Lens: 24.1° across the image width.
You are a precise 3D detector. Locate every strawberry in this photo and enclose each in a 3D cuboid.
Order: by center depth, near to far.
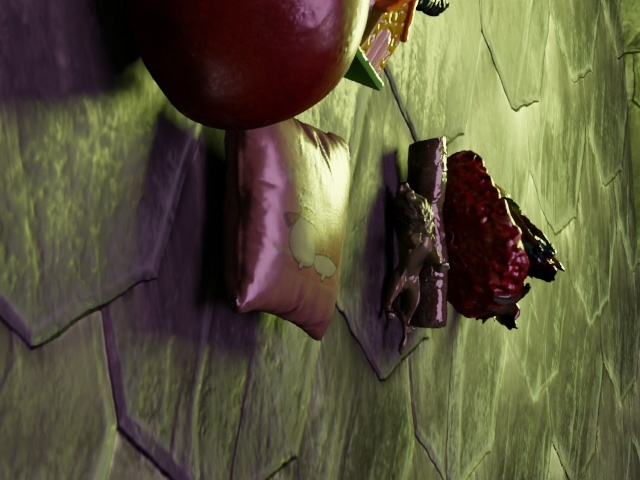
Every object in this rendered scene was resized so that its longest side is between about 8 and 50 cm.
[{"bbox_3d":[0.187,-0.005,2.036,0.190,0.111,0.236,114,-40,-67],"label":"strawberry"}]

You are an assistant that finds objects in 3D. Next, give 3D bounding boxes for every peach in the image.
[{"bbox_3d":[-0.065,-0.213,1.292,0.243,0.199,0.243,0,90,-58],"label":"peach"}]

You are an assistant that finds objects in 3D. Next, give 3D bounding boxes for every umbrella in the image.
[{"bbox_3d":[0.114,-0.337,1.958,0.188,0.046,0.050,15,70,-62],"label":"umbrella"}]

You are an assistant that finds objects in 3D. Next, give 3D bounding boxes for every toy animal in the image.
[{"bbox_3d":[0.118,0.036,1.890,0.069,0.086,0.220,14,77,-27],"label":"toy animal"}]

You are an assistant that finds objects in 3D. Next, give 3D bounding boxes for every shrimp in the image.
[{"bbox_3d":[0.265,0.037,2.109,0.290,0.054,0.222,-135,-146,-63],"label":"shrimp"}]

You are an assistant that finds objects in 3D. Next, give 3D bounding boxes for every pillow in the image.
[{"bbox_3d":[-0.035,-0.020,1.500,0.236,0.084,0.223,26,65,-62],"label":"pillow"}]

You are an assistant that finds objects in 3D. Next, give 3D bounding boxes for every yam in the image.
[{"bbox_3d":[0.138,-0.011,1.963,0.061,0.061,0.253,3,87,-68],"label":"yam"}]

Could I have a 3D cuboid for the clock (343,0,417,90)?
[{"bbox_3d":[0.049,-0.327,1.572,0.255,0.106,0.220,-58,149,-9],"label":"clock"}]
